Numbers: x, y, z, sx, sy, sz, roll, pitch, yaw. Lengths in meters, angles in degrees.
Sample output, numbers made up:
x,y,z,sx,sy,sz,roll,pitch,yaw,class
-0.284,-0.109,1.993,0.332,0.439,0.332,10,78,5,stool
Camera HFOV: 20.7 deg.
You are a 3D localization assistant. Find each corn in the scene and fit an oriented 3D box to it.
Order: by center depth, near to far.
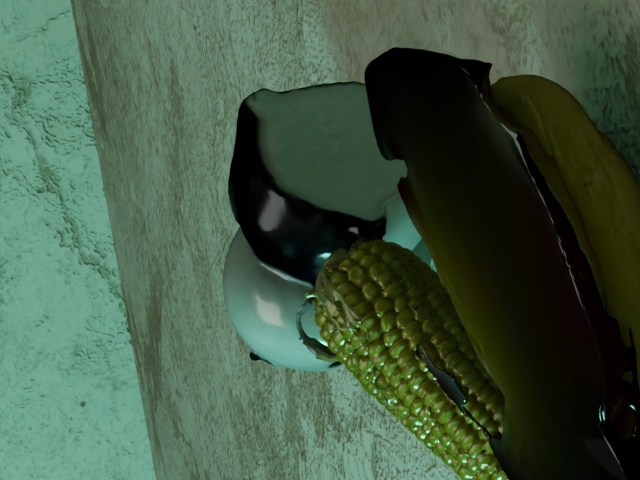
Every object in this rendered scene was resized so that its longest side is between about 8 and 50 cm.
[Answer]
x,y,z,sx,sy,sz,roll,pitch,yaw,class
0.104,0.112,1.218,0.293,0.106,0.106,44,150,21,corn

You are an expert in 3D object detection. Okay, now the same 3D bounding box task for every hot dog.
x,y,z,sx,sy,sz,roll,pitch,yaw,class
0.147,0.021,1.111,0.194,0.107,0.326,10,119,55,hot dog

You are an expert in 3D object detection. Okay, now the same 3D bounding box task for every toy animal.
x,y,z,sx,sy,sz,roll,pitch,yaw,class
0.007,0.001,1.418,0.165,0.187,0.235,26,136,21,toy animal
